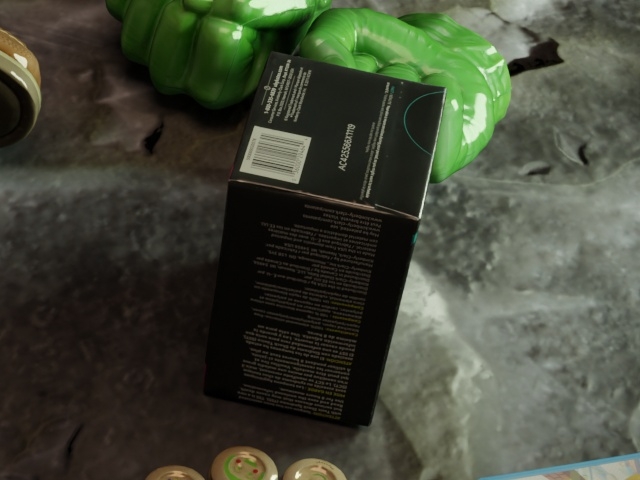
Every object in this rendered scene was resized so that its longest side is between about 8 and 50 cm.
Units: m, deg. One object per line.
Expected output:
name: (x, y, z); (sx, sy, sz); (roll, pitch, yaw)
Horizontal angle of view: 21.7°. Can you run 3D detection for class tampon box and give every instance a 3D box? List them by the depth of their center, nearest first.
tampon box: (0.000, 0.000, 0.931); (0.101, 0.161, 0.120); (13, 42, 1)

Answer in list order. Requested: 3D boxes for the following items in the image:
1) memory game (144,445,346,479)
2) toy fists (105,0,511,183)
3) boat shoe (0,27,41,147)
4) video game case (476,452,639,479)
memory game: (-0.028, 0.178, 0.848); (0.186, 0.012, 0.186); (6, 44, -6)
toy fists: (-0.012, -0.125, 1.109); (0.279, 0.096, 0.142); (31, 47, 17)
boat shoe: (-0.314, -0.142, 1.048); (0.307, 0.111, 0.104); (14, 44, 2)
video game case: (0.179, 0.166, 0.903); (0.166, 0.015, 0.119); (-7, 46, -18)
